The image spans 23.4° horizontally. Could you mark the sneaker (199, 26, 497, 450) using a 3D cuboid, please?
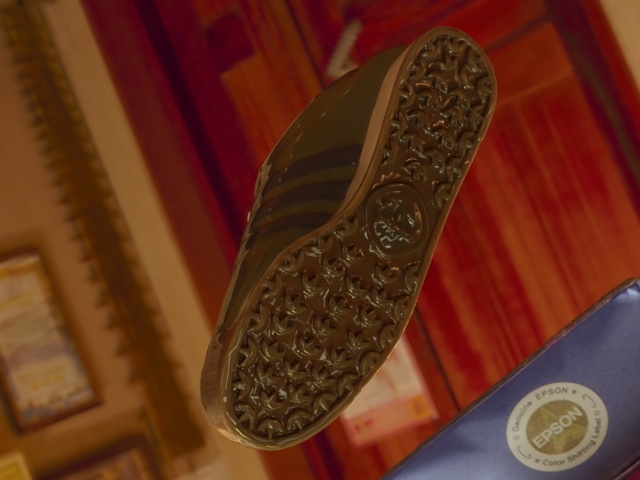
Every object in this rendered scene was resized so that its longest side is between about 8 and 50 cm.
[{"bbox_3d":[0.000,0.000,0.637,0.086,0.064,0.192,-6,-129,60],"label":"sneaker"}]

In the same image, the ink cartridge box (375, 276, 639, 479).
[{"bbox_3d":[0.120,0.232,0.690,0.324,0.330,0.071,-42,-156,11],"label":"ink cartridge box"}]
